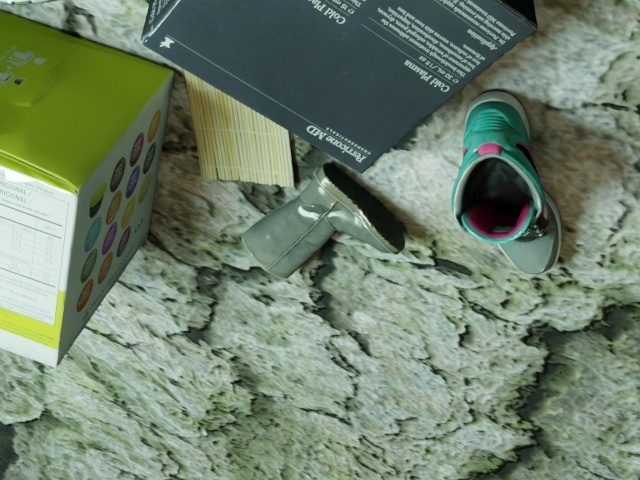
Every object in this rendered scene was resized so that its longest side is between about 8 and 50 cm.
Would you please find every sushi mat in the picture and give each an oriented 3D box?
[{"bbox_3d":[-0.124,-0.213,1.515,0.151,0.019,0.316,4,127,13],"label":"sushi mat"}]

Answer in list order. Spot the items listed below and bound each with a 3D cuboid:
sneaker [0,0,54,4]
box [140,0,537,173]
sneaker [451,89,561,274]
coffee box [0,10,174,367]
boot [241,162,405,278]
[{"bbox_3d":[-0.343,-0.389,1.411,0.297,0.111,0.129,-6,109,16],"label":"sneaker"},{"bbox_3d":[0.020,-0.295,1.244,0.343,0.179,0.312,29,132,-27],"label":"box"},{"bbox_3d":[0.259,-0.035,1.426,0.124,0.178,0.295,-10,123,24],"label":"sneaker"},{"bbox_3d":[-0.443,-0.089,1.503,0.338,0.337,0.334,20,129,3],"label":"coffee box"},{"bbox_3d":[0.002,0.000,1.603,0.189,0.076,0.208,45,121,0],"label":"boot"}]
